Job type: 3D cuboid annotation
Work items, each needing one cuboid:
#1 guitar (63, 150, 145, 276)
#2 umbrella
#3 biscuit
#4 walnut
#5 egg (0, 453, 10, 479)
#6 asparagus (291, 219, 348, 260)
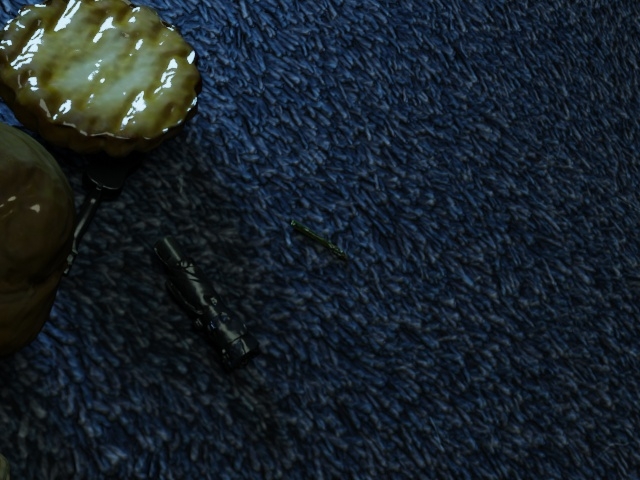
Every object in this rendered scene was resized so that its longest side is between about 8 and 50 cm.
[{"bbox_3d":[-0.351,-0.062,1.797,0.084,0.038,0.271,26,57,-9],"label":"guitar"},{"bbox_3d":[-0.179,0.092,1.791,0.236,0.059,0.066,54,35,10],"label":"umbrella"},{"bbox_3d":[-0.348,-0.254,1.834,0.326,0.107,0.326,9,52,-12],"label":"biscuit"},{"bbox_3d":[-0.511,-0.007,1.511,0.398,0.308,0.354,17,99,-37],"label":"walnut"},{"bbox_3d":[-0.506,0.314,1.443,0.245,0.203,0.203,-11,70,-40],"label":"egg"},{"bbox_3d":[0.000,0.000,1.944,0.114,0.014,0.015,31,57,-8],"label":"asparagus"}]
